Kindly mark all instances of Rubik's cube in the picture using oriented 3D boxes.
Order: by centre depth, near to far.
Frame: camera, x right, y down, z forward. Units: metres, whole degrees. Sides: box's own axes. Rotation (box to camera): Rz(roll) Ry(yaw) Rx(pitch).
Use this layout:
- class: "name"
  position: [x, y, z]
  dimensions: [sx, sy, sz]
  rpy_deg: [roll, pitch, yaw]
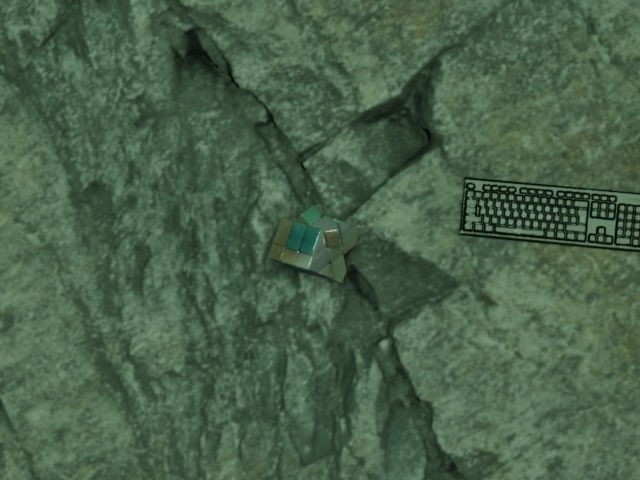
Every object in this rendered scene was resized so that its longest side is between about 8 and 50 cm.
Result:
- class: "Rubik's cube"
  position: [-0.003, -0.001, 1.795]
  dimensions: [0.075, 0.084, 0.073]
  rpy_deg: [16, 87, 24]

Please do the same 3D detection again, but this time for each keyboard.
- class: "keyboard"
  position: [0.245, -0.028, 1.815]
  dimensions: [0.198, 0.010, 0.064]
  rpy_deg: [5, 85, 4]
